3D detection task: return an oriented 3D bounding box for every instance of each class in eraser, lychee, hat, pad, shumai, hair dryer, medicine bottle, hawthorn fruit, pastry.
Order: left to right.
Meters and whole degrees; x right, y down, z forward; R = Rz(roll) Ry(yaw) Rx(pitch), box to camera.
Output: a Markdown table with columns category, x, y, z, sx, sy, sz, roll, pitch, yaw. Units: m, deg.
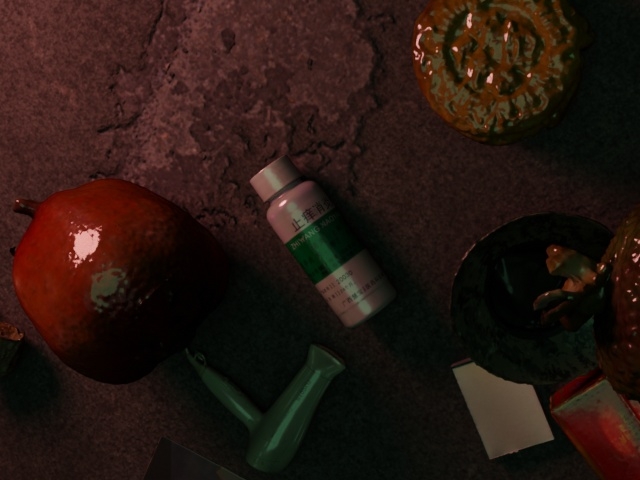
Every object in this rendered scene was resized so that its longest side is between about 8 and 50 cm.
| category | x | y | z | sx | sy | sz | roll | pitch | yaw |
| --- | --- | --- | --- | --- | --- | --- | --- | --- | --- |
| shumai | -0.538 | 0.147 | 1.533 | 0.145 | 0.145 | 0.116 | -27 | 55 | 15 |
| hawthorn fruit | -0.284 | 0.052 | 1.375 | 0.311 | 0.295 | 0.295 | 33 | 107 | 42 |
| pad | -0.229 | 0.450 | 1.555 | 0.163 | 0.004 | 0.243 | 25 | 103 | 8 |
| hair dryer | -0.106 | 0.211 | 1.471 | 0.237 | 0.075 | 0.206 | 31 | 97 | 15 |
| medicine bottle | 0.000 | 0.000 | 1.389 | 0.095 | 0.095 | 0.260 | -38 | 88 | 15 |
| pastry | 0.239 | -0.247 | 1.276 | 0.235 | 0.132 | 0.240 | -28 | 92 | 16 |
| eraser | 0.265 | 0.232 | 1.398 | 0.103 | 0.023 | 0.150 | -22 | 93 | 15 |
| hat | 0.289 | 0.059 | 1.313 | 0.265 | 0.128 | 0.266 | -2 | 111 | -4 |
| lychee | 0.432 | 0.073 | 1.138 | 0.319 | 0.270 | 0.270 | -1 | 98 | 27 |

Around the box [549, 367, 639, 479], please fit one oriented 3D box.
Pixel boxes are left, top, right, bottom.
| category | x | y | z | sx | sy | sz | roll | pitch | yaw |
| --- | --- | --- | --- | --- | --- | --- | --- | --- | --- |
| box | 0.496 | 0.216 | 1.310 | 0.313 | 0.089 | 0.197 | -37 | 90 | 16 |
